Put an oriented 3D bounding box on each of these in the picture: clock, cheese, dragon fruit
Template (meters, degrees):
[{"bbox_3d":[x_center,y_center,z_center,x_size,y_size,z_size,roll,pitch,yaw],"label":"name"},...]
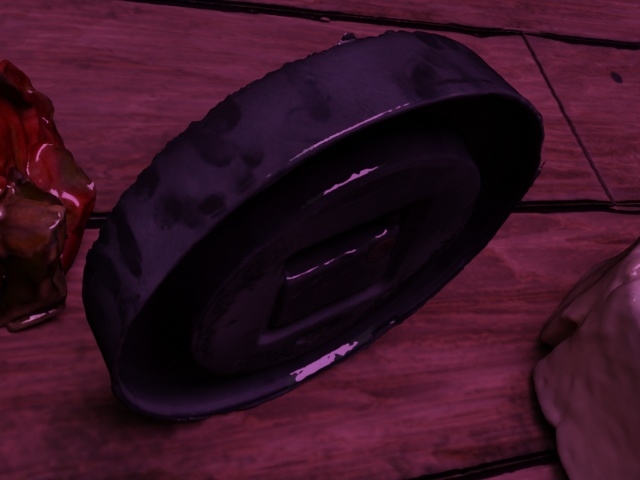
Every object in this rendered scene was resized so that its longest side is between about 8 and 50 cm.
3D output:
[{"bbox_3d":[0.001,0.001,0.567,0.312,0.312,0.061,-16,60,-36],"label":"clock"},{"bbox_3d":[0.338,0.123,0.764,0.332,0.153,0.292,-22,69,-39],"label":"cheese"},{"bbox_3d":[-0.244,-0.058,0.583,0.205,0.152,0.317,14,52,-21],"label":"dragon fruit"}]
